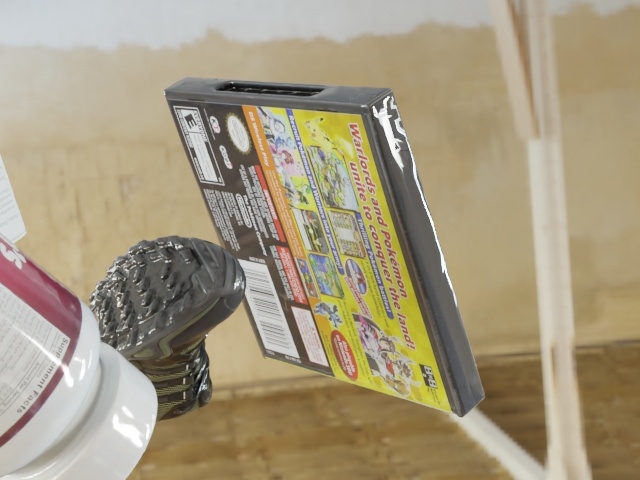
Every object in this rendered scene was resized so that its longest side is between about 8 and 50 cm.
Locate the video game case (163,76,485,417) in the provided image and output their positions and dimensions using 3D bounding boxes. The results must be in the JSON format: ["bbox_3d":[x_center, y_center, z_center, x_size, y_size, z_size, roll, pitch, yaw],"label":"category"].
[{"bbox_3d":[0.000,0.000,1.059,0.035,0.274,0.248,-35,-151,-32],"label":"video game case"}]

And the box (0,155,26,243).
[{"bbox_3d":[-0.461,-0.020,1.470,0.181,0.119,0.182,-13,-168,12],"label":"box"}]

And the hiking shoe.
[{"bbox_3d":[-0.113,0.072,0.927,0.114,0.086,0.227,22,139,-37],"label":"hiking shoe"}]

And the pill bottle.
[{"bbox_3d":[-0.196,0.053,0.695,0.121,0.121,0.221,2,145,48],"label":"pill bottle"}]
